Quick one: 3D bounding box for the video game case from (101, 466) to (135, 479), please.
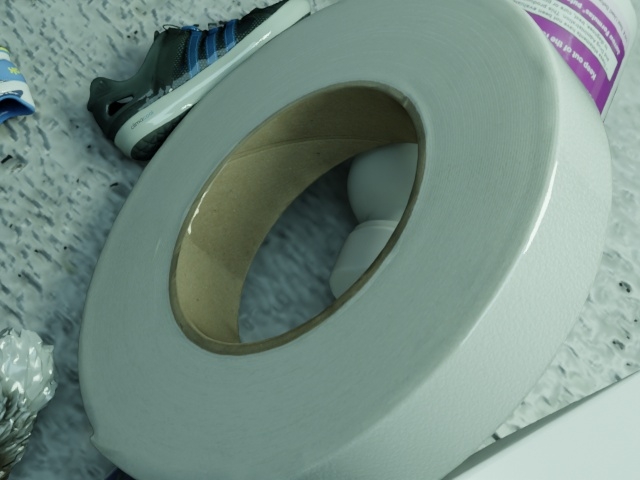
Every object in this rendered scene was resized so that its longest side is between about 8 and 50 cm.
[{"bbox_3d":[-0.047,0.203,0.843,0.201,0.023,0.183,40,49,7],"label":"video game case"}]

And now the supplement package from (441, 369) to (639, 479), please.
[{"bbox_3d":[0.120,0.231,0.777,0.293,0.177,0.175,-20,76,-38],"label":"supplement package"}]

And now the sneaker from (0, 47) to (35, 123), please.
[{"bbox_3d":[-0.282,-0.089,0.915,0.144,0.053,0.059,-39,85,-19],"label":"sneaker"}]

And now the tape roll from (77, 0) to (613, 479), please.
[{"bbox_3d":[0.000,0.000,0.788,0.072,0.392,0.392,42,63,-38],"label":"tape roll"}]

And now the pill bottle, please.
[{"bbox_3d":[0.121,-0.072,0.929,0.169,0.169,0.302,27,68,-2],"label":"pill bottle"}]

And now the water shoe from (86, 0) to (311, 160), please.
[{"bbox_3d":[-0.096,-0.150,0.963,0.203,0.073,0.080,-40,80,-22],"label":"water shoe"}]

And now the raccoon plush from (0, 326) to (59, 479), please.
[{"bbox_3d":[-0.233,0.293,0.727,0.299,0.216,0.446,44,69,-3],"label":"raccoon plush"}]
